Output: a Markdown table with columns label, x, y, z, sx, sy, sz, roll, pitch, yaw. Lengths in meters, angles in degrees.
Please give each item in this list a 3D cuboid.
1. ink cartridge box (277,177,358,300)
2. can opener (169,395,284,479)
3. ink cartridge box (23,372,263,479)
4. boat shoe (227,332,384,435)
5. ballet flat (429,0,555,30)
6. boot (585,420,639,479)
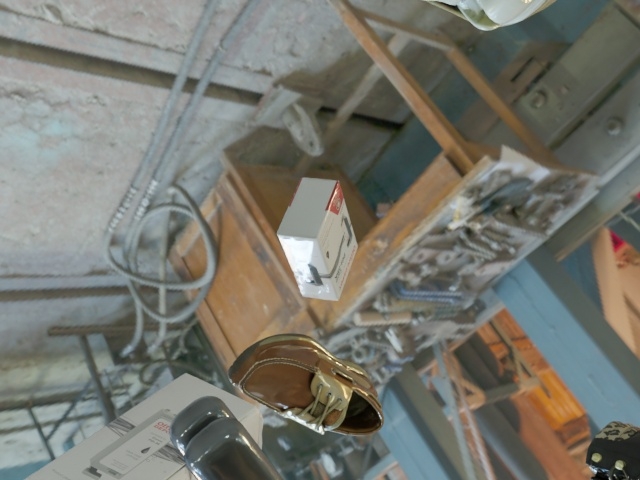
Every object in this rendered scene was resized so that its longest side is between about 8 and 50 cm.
| label | x | y | z | sx | sy | sz | roll | pitch | yaw |
| --- | --- | --- | --- | --- | --- | --- | --- | --- | --- |
| ink cartridge box | 0.000 | 0.000 | 0.980 | 0.135 | 0.056 | 0.099 | 70 | 33 | -49 |
| can opener | -0.007 | 0.218 | 0.565 | 0.093 | 0.074 | 0.280 | -43 | 116 | -14 |
| ink cartridge box | -0.194 | 0.303 | 0.794 | 0.283 | 0.117 | 0.207 | -30 | 132 | -51 |
| boat shoe | -0.001 | 0.239 | 1.188 | 0.324 | 0.120 | 0.122 | 24 | 108 | -46 |
| ballet flat | 0.075 | -0.153 | 0.420 | 0.232 | 0.073 | 0.080 | 3 | 148 | -38 |
| boot | 0.341 | 0.258 | 0.733 | 0.236 | 0.179 | 0.085 | -23 | 110 | -45 |
